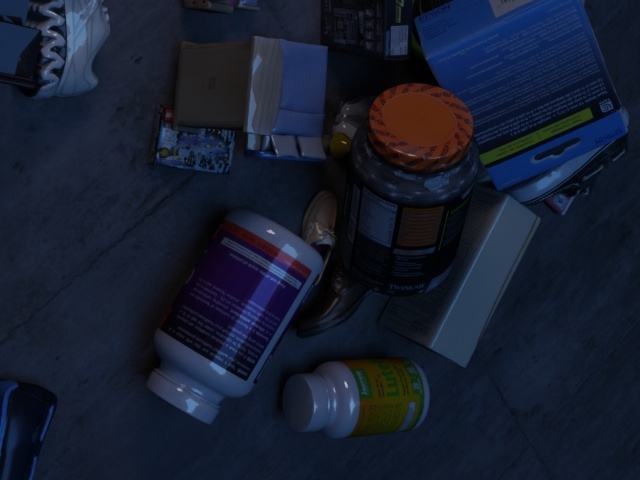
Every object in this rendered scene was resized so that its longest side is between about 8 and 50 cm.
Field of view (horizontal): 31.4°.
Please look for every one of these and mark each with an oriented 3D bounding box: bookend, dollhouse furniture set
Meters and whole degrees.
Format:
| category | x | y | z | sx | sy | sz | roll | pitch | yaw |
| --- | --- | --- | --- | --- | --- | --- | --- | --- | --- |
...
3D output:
| category | x | y | z | sx | sy | sz | roll | pitch | yaw |
| --- | --- | --- | --- | --- | --- | --- | --- | --- | --- |
| bookend | -0.426 | -0.291 | 1.515 | 0.072 | 0.157 | 0.156 | 7 | 99 | -36 |
| dollhouse furniture set | -0.040 | -0.267 | 1.748 | 0.303 | 0.198 | 0.287 | 3 | 94 | -41 |

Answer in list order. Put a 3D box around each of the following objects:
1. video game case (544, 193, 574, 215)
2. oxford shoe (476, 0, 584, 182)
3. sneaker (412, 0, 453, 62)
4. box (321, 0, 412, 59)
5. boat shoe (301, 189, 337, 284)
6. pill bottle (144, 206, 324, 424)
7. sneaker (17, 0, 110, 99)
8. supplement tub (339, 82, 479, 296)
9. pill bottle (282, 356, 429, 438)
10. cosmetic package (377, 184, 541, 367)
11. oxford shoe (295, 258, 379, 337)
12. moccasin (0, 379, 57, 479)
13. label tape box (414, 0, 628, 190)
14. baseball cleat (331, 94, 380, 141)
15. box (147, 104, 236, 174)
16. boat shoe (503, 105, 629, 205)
| category | x | y | z | sx | sy | sz | roll | pitch | yaw |
| --- | --- | --- | --- | --- | --- | --- | --- | --- | --- |
| video game case | 0.444 | -0.205 | 2.223 | 0.285 | 0.025 | 0.204 | 37 | 81 | -35 |
| oxford shoe | 0.325 | -0.307 | 1.989 | 0.130 | 0.169 | 0.449 | 10 | 116 | -29 |
| sneaker | 0.295 | -0.522 | 1.920 | 0.185 | 0.202 | 0.483 | 9 | 98 | -37 |
| box | 0.072 | -0.411 | 1.809 | 0.059 | 0.183 | 0.233 | -9 | 107 | -33 |
| boat shoe | 0.000 | 0.000 | 1.952 | 0.063 | 0.059 | 0.170 | 12 | 96 | -36 |
| pill bottle | -0.144 | 0.121 | 1.811 | 0.181 | 0.181 | 0.323 | 36 | 82 | -36 |
| sneaker | -0.351 | -0.341 | 1.595 | 0.118 | 0.110 | 0.292 | -2 | 113 | -42 |
| supplement tub | 0.143 | -0.080 | 1.857 | 0.207 | 0.207 | 0.338 | -29 | 149 | -25 |
| pill bottle | 0.061 | 0.281 | 2.024 | 0.245 | 0.136 | 0.136 | 1 | 103 | -35 |
| cosmetic package | 0.253 | 0.056 | 2.082 | 0.113 | 0.160 | 0.310 | 30 | 86 | -37 |
| oxford shoe | 0.033 | 0.085 | 1.998 | 0.227 | 0.083 | 0.096 | -40 | 104 | -21 |
| moccasin | -0.461 | 0.383 | 1.694 | 0.116 | 0.137 | 0.342 | 12 | 97 | -41 |
| label tape box | 0.334 | -0.265 | 1.858 | 0.249 | 0.115 | 0.348 | -24 | 138 | 13 |
| baseball cleat | 0.113 | -0.191 | 1.970 | 0.205 | 0.072 | 0.110 | 14 | 88 | -40 |
| box | -0.199 | -0.158 | 1.790 | 0.137 | 0.027 | 0.094 | 4 | 99 | -36 |
| boat shoe | 0.490 | -0.139 | 2.181 | 0.335 | 0.121 | 0.119 | -33 | 115 | -26 |
